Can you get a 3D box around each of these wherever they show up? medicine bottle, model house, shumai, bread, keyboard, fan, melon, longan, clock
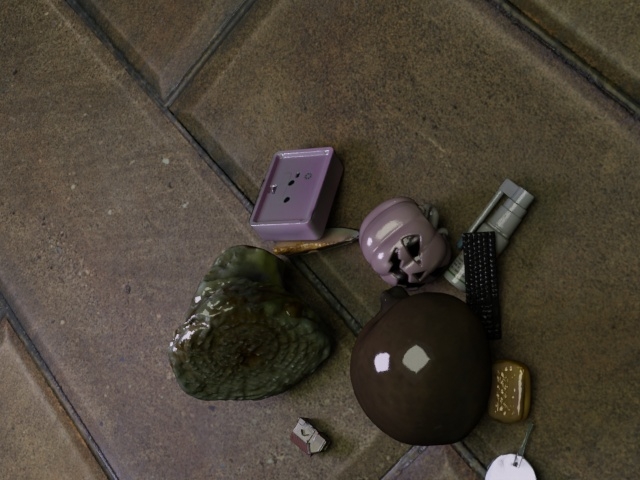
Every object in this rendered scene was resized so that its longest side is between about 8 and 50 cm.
[{"bbox_3d":[0.312,-0.011,1.735,0.220,0.061,0.092,-53,43,10],"label":"medicine bottle"},{"bbox_3d":[-0.021,0.399,1.841,0.083,0.057,0.058,36,94,27],"label":"model house"},{"bbox_3d":[-0.159,0.150,1.868,0.304,0.309,0.263,-32,41,14],"label":"shumai"},{"bbox_3d":[0.342,0.271,1.664,0.082,0.056,0.115,-4,84,32],"label":"bread"},{"bbox_3d":[0.297,0.085,1.700,0.061,0.013,0.204,-4,99,5],"label":"keyboard"},{"bbox_3d":[0.348,0.406,1.644,0.113,0.005,0.175,20,90,50],"label":"fan"},{"bbox_3d":[-0.001,0.000,1.891,0.182,0.098,0.054,-9,94,10],"label":"melon"},{"bbox_3d":[0.174,0.222,1.648,0.300,0.243,0.300,9,102,45],"label":"longan"},{"bbox_3d":[-0.049,-0.095,1.902,0.150,0.063,0.197,-2,54,29],"label":"clock"}]

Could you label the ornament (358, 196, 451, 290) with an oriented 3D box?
[{"bbox_3d":[0.166,0.002,1.746,0.178,0.177,0.177,-6,78,28],"label":"ornament"}]
